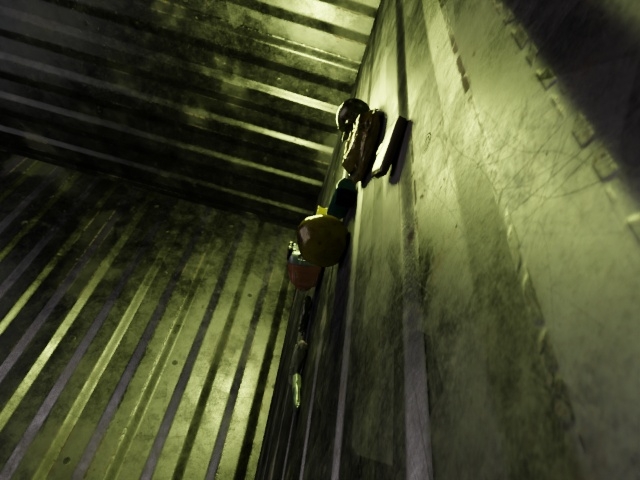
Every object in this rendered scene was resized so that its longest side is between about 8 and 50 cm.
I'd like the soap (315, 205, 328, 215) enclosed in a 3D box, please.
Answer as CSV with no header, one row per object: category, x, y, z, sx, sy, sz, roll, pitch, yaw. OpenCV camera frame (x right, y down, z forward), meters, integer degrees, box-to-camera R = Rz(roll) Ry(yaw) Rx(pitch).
soap,-0.006,-0.106,2.575,0.233,0.075,0.135,113,170,-66

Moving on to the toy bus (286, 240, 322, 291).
toy bus,-0.074,0.132,2.091,0.288,0.193,0.233,-115,28,-82

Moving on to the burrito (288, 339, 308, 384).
burrito,-0.100,0.529,1.801,0.064,0.064,0.204,-143,67,-85

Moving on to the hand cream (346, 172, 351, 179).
hand cream,0.134,-0.289,1.708,0.084,0.050,0.257,-89,12,-60

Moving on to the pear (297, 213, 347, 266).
pear,0.000,0.000,1.525,0.197,0.197,0.198,-165,90,-85

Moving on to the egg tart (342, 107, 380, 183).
egg tart,0.140,-0.344,1.500,0.279,0.094,0.280,-166,90,-86

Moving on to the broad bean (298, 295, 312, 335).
broad bean,-0.080,0.375,2.097,0.070,0.048,0.214,115,170,-62

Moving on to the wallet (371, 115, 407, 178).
wallet,0.176,-0.236,1.076,0.118,0.038,0.153,-148,76,-83

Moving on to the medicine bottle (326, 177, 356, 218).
medicine bottle,0.080,-0.150,1.684,0.258,0.079,0.124,114,167,-64

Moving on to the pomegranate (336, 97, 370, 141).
pomegranate,0.121,-0.482,1.670,0.220,0.156,0.156,-45,-19,-45

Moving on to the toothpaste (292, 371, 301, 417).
toothpaste,-0.095,0.604,1.658,0.233,0.037,0.060,-96,18,-69
